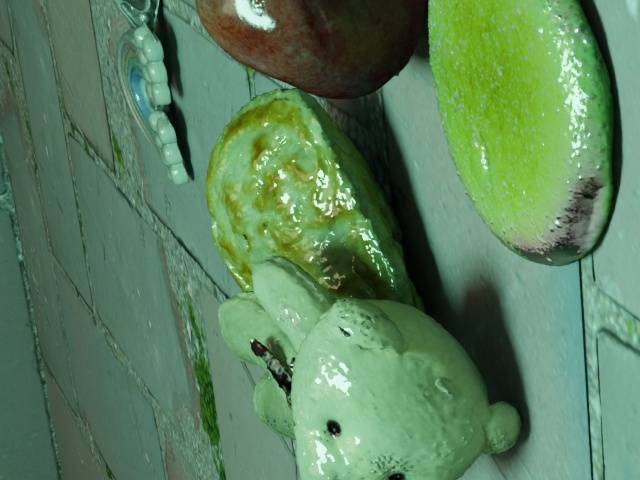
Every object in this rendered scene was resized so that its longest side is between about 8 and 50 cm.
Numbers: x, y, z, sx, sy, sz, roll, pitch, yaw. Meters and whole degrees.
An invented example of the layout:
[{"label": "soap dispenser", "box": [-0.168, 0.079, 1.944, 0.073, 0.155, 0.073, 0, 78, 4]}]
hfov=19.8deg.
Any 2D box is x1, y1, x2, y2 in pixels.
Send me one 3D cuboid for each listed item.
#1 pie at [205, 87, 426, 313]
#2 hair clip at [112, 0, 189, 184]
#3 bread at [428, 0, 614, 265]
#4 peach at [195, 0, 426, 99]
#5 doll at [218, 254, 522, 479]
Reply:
[{"label": "pie", "box": [0.000, 0.000, 1.434, 0.201, 0.090, 0.248, -32, 85, 56]}, {"label": "hair clip", "box": [-0.186, -0.180, 2.022, 0.140, 0.054, 0.220, 41, 145, 53]}, {"label": "bread", "box": [0.115, -0.090, 1.126, 0.228, 0.033, 0.228, 165, 90, -73]}, {"label": "peach", "box": [0.004, -0.164, 1.247, 0.152, 0.152, 0.152, 167, 90, -73]}, {"label": "doll", "box": [0.004, 0.115, 1.333, 0.149, 0.175, 0.278, -61, 25, -12]}]
